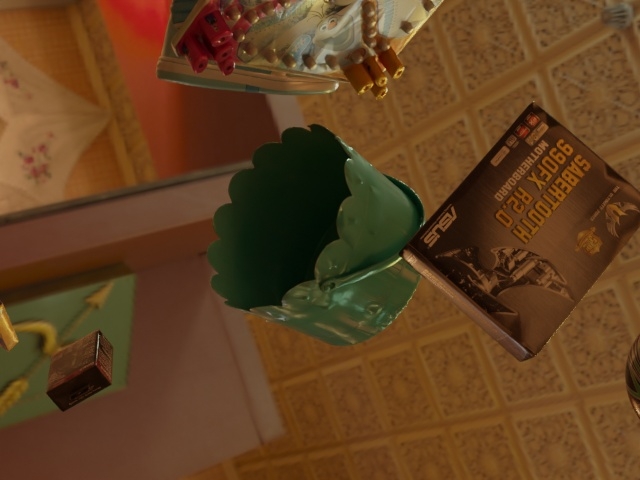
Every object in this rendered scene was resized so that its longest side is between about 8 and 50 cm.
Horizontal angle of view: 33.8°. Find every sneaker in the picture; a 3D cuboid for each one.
[{"bbox_3d":[-0.112,-0.356,1.794,0.127,0.319,0.208,-157,-108,-70],"label":"sneaker"}]

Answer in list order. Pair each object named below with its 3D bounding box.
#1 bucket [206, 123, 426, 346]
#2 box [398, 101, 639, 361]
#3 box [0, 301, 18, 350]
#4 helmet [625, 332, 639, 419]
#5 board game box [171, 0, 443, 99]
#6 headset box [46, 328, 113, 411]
[{"bbox_3d":[0.000,0.000,1.424,0.281,0.183,0.281,-28,-132,35],"label":"bucket"},{"bbox_3d":[0.228,-0.011,1.164,0.183,0.231,0.056,42,-16,4],"label":"box"},{"bbox_3d":[-0.521,0.113,1.641,0.081,0.028,0.136,30,-28,18],"label":"box"},{"bbox_3d":[0.404,0.149,1.101,0.169,0.161,0.169,13,-64,30],"label":"helmet"},{"bbox_3d":[0.065,-0.337,1.300,0.390,0.390,0.050,-47,-118,31],"label":"board game box"},{"bbox_3d":[-0.253,0.138,1.109,0.032,0.062,0.083,57,5,-27],"label":"headset box"}]
